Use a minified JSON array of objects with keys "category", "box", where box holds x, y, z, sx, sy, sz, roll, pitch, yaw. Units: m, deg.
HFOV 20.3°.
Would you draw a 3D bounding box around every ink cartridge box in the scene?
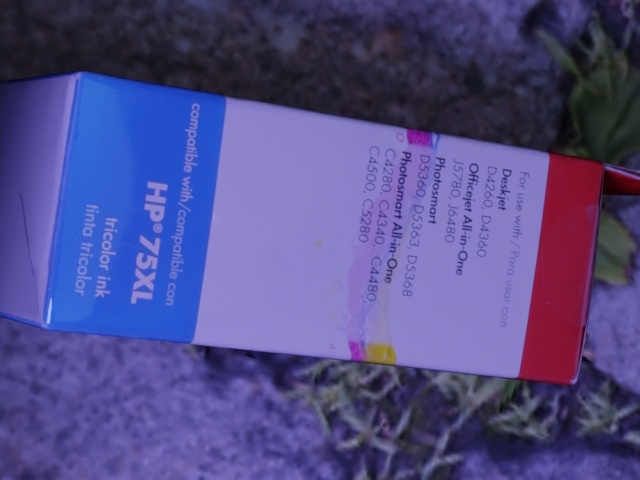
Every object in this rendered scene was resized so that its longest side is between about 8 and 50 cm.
[{"category":"ink cartridge box","box":[0.000,0.000,0.607,0.231,0.134,0.078,8,89,-26]}]
